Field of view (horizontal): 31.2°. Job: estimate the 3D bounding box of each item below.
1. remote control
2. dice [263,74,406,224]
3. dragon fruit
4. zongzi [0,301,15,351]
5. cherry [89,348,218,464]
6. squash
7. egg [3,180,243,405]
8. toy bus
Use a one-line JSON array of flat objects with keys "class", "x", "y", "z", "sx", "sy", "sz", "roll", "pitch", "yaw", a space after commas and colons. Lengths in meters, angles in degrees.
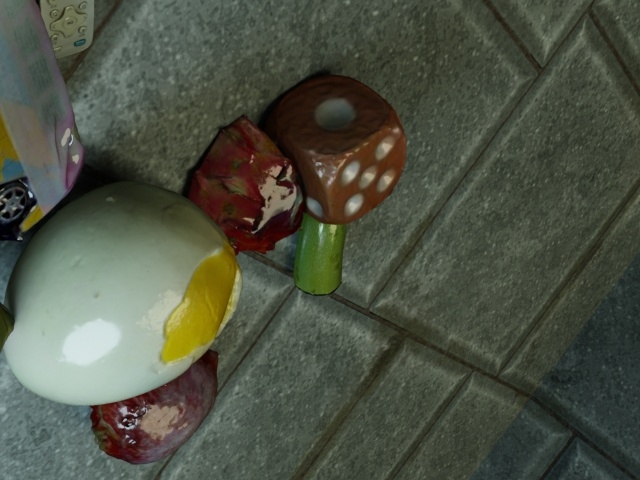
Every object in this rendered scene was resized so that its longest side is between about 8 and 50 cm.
[{"class": "remote control", "x": -0.314, "y": -0.318, "z": 1.385, "sx": 0.073, "sy": 0.044, "sz": 0.229, "roll": -26, "pitch": 148, "yaw": -29}, {"class": "dice", "x": 0.022, "y": -0.146, "z": 1.846, "sx": 0.175, "sy": 0.174, "sz": 0.179, "roll": -39, "pitch": 149, "yaw": -21}, {"class": "dragon fruit", "x": -0.120, "y": -0.040, "z": 1.811, "sx": 0.161, "sy": 0.126, "sz": 0.274, "roll": -36, "pitch": 143, "yaw": -24}, {"class": "zongzi", "x": -0.557, "y": 0.066, "z": 1.435, "sx": 0.289, "sy": 0.123, "sz": 0.260, "roll": -14, "pitch": 114, "yaw": 14}, {"class": "cherry", "x": -0.267, "y": 0.254, "z": 1.876, "sx": 0.249, "sy": 0.175, "sz": 0.192, "roll": -34, "pitch": 130, "yaw": -23}, {"class": "squash", "x": 0.000, "y": 0.000, "z": 2.037, "sx": 0.095, "sy": 0.095, "sz": 0.188, "roll": -25, "pitch": 135, "yaw": -35}, {"class": "egg", "x": -0.284, "y": 0.078, "z": 1.582, "sx": 0.345, "sy": 0.283, "sz": 0.283, "roll": -40, "pitch": 146, "yaw": -5}, {"class": "toy bus", "x": -0.386, "y": -0.177, "z": 1.317, "sx": 0.162, "sy": 0.171, "sz": 0.386, "roll": -39, "pitch": 146, "yaw": -25}]
